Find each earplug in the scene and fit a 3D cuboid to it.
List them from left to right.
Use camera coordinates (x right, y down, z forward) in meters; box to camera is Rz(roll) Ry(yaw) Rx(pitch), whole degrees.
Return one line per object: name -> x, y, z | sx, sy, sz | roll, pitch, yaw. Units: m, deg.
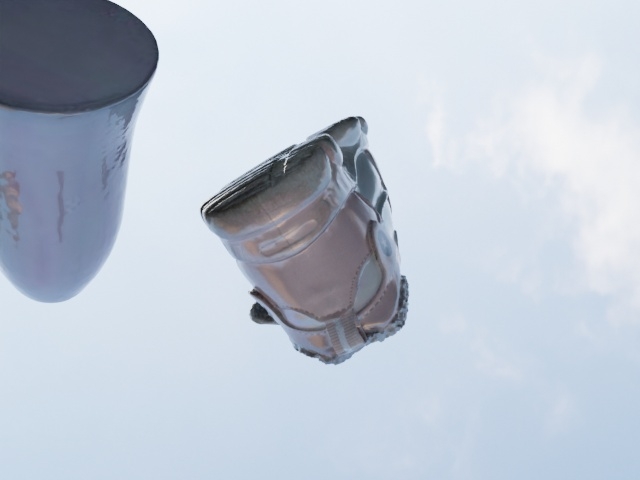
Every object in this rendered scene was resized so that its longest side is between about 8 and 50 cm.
earplug -> -0.245, -0.057, 0.862 | 0.172, 0.301, 0.172 | 8, -134, -8

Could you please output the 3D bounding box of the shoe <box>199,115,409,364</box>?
shoe -> -0.002, 0.001, 0.963 | 0.172, 0.198, 0.351 | -26, -174, 16
